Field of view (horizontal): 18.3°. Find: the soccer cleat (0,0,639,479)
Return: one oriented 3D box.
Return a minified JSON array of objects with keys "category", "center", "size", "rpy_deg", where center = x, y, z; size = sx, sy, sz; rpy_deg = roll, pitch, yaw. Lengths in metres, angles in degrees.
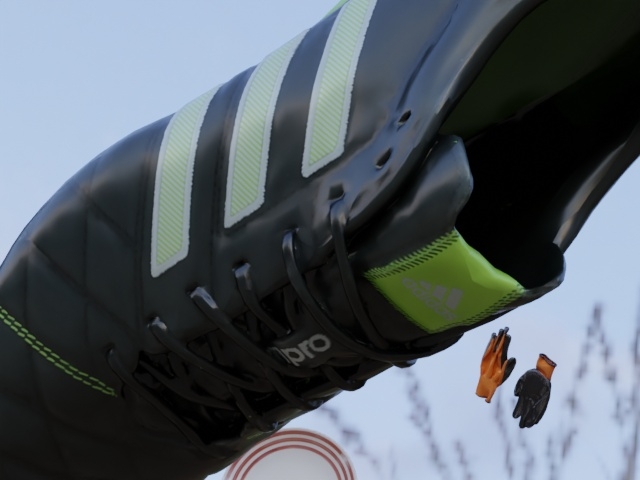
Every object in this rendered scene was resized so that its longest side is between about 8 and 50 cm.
[{"category":"soccer cleat","center":[0.000,0.000,0.344],"size":[0.179,0.072,0.060],"rpy_deg":[-42,-58,10]}]

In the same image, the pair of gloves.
[{"category":"pair of gloves","center":[0.173,0.122,1.754],"size":[0.010,0.083,0.074],"rpy_deg":[-7,-58,-42]}]

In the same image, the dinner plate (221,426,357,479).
[{"category":"dinner plate","center":[-0.031,0.251,1.954],"size":[0.141,0.141,0.017],"rpy_deg":[0,-29,13]}]
